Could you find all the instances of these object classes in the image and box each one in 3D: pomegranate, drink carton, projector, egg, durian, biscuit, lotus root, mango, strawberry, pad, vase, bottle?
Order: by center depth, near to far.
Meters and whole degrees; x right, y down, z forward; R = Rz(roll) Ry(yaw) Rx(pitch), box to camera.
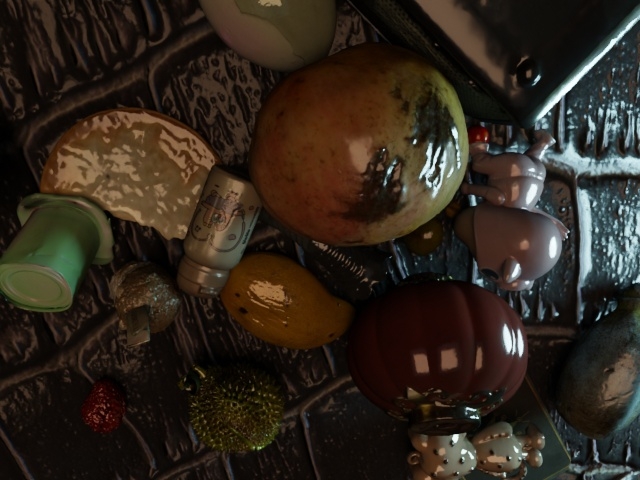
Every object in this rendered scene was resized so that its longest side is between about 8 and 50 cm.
[{"bbox_3d":[0.250,-0.427,0.666,0.405,0.242,0.395,41,100,-15],"label":"projector"},{"bbox_3d":[-0.069,-0.339,0.691,0.183,0.183,0.217,-37,100,6],"label":"egg"},{"bbox_3d":[0.053,-0.131,0.704,0.322,0.322,0.322,-2,107,-5],"label":"pomegranate"},{"bbox_3d":[-0.423,0.025,0.770,0.146,0.142,0.144,6,129,-5],"label":"drink carton"},{"bbox_3d":[-0.167,-0.011,0.789,0.097,0.110,0.209,18,102,-34],"label":"bottle"},{"bbox_3d":[-0.285,-0.113,0.813,0.308,0.040,0.205,17,107,-13],"label":"biscuit"},{"bbox_3d":[0.000,0.000,0.853,0.237,0.115,0.115,36,101,-10],"label":"vase"},{"bbox_3d":[-0.057,0.115,0.874,0.262,0.109,0.157,27,99,-15],"label":"mango"},{"bbox_3d":[-0.161,0.305,0.908,0.198,0.146,0.159,11,106,7],"label":"durian"},{"bbox_3d":[-0.408,0.308,0.919,0.083,0.083,0.096,-2,101,-5],"label":"strawberry"},{"bbox_3d":[0.586,0.241,0.963,0.158,0.140,0.322,19,102,-11],"label":"lotus root"},{"bbox_3d":[0.361,0.453,1.046,0.315,0.063,0.375,-32,107,5],"label":"pad"}]

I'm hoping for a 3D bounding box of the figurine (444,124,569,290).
[{"bbox_3d":[0.322,-0.056,0.857,0.176,0.186,0.288,2,87,-45],"label":"figurine"}]

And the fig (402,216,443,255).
[{"bbox_3d":[0.184,-0.007,0.882,0.074,0.074,0.088,-10,134,-3],"label":"fig"}]

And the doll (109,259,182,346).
[{"bbox_3d":[-0.283,0.092,0.788,0.114,0.221,0.105,1,96,-20],"label":"doll"}]

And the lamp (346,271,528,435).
[{"bbox_3d":[0.195,0.191,0.840,0.303,0.257,0.303,0,147,0],"label":"lamp"}]

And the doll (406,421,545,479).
[{"bbox_3d":[0.309,0.427,0.987,0.278,0.119,0.154,6,107,-7],"label":"doll"}]
